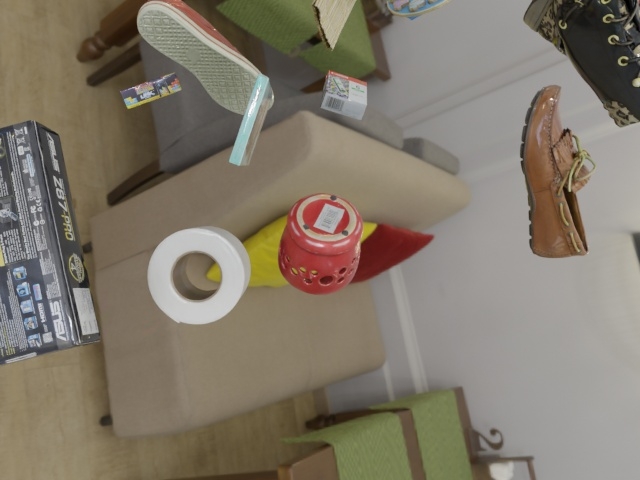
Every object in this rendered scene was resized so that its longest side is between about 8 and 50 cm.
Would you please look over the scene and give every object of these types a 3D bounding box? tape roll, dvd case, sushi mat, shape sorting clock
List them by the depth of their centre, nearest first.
[{"bbox_3d":[-0.070,-0.119,0.560,0.119,0.013,0.087,-122,-129,-81],"label":"dvd case"},{"bbox_3d":[0.070,-0.549,1.077,0.317,0.019,0.151,-65,165,-5],"label":"sushi mat"},{"bbox_3d":[0.233,-0.545,1.141,0.040,0.206,0.206,44,41,-40],"label":"shape sorting clock"},{"bbox_3d":[-0.313,0.085,1.438,0.169,0.246,0.246,-110,178,-85],"label":"tape roll"}]

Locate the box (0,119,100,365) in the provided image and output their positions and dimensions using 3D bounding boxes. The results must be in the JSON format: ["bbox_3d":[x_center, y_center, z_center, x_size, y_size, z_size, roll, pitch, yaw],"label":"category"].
[{"bbox_3d":[-0.584,0.025,0.940,0.097,0.317,0.395,75,0,-85],"label":"box"}]

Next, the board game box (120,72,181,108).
[{"bbox_3d":[-0.432,-0.387,1.397,0.170,0.141,0.048,-135,-155,-68],"label":"board game box"}]

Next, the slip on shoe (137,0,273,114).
[{"bbox_3d":[-0.221,-0.379,1.121,0.331,0.123,0.101,34,41,-37],"label":"slip on shoe"}]

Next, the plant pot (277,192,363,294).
[{"bbox_3d":[0.000,0.000,1.234,0.174,0.190,0.191,97,4,-51],"label":"plant pot"}]

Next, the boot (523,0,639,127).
[{"bbox_3d":[0.304,-0.214,0.535,0.179,0.085,0.236,53,4,3],"label":"boot"}]

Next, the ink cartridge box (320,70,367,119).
[{"bbox_3d":[0.037,-0.227,0.816,0.062,0.029,0.115,16,40,-8],"label":"ink cartridge box"}]

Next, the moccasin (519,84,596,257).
[{"bbox_3d":[0.504,-0.134,1.137,0.139,0.146,0.381,-35,119,-49],"label":"moccasin"}]
